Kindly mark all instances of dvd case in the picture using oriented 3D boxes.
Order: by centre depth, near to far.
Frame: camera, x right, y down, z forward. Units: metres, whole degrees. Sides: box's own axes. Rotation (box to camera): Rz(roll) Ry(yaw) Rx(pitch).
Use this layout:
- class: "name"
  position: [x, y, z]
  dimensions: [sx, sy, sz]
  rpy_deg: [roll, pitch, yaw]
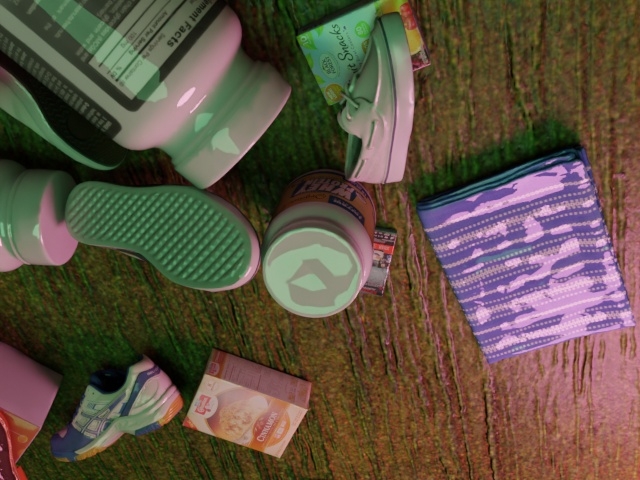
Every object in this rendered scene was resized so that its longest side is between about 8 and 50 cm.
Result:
- class: "dvd case"
  position: [0.064, 0.029, 1.036]
  dimensions: [0.087, 0.013, 0.120]
  rpy_deg: [9, 122, 0]

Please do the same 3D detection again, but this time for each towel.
- class: "towel"
  position: [0.309, 0.037, 1.003]
  dimensions: [0.243, 0.040, 0.336]
  rpy_deg: [-20, 119, 18]

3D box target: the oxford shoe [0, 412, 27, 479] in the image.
- class: "oxford shoe"
  position: [-0.523, 0.339, 1.032]
  dimensions: [0.096, 0.098, 0.272]
  rpy_deg: [-19, 112, -1]

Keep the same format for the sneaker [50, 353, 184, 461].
- class: "sneaker"
  position: [-0.382, 0.294, 1.215]
  dimensions: [0.296, 0.112, 0.131]
  rpy_deg: [-28, 99, 20]

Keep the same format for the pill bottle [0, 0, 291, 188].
- class: "pill bottle"
  position: [-0.223, -0.236, 0.773]
  dimensions: [0.363, 0.210, 0.210]
  rpy_deg: [41, 118, -20]

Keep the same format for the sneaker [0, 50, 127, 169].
- class: "sneaker"
  position: [-0.380, -0.205, 0.895]
  dimensions: [0.123, 0.106, 0.290]
  rpy_deg: [-1, 139, 47]

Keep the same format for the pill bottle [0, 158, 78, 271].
- class: "pill bottle"
  position: [-0.500, -0.038, 0.959]
  dimensions: [0.282, 0.160, 0.161]
  rpy_deg: [3, 123, 3]

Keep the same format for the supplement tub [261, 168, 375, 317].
- class: "supplement tub"
  position: [0.000, 0.000, 0.901]
  dimensions: [0.144, 0.200, 0.145]
  rpy_deg: [2, 114, 5]

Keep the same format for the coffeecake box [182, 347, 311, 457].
- class: "coffeecake box"
  position: [-0.129, 0.287, 1.190]
  dimensions: [0.185, 0.068, 0.142]
  rpy_deg: [21, 124, -8]

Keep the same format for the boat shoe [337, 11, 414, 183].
- class: "boat shoe"
  position: [0.062, -0.156, 0.825]
  dimensions: [0.084, 0.095, 0.258]
  rpy_deg: [-8, 142, -3]

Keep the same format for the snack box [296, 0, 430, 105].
- class: "snack box"
  position: [0.055, -0.242, 0.844]
  dimensions: [0.141, 0.037, 0.100]
  rpy_deg: [-19, 120, 17]

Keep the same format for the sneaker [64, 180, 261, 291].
- class: "sneaker"
  position: [-0.189, -0.015, 0.914]
  dimensions: [0.320, 0.127, 0.126]
  rpy_deg: [17, 93, 30]

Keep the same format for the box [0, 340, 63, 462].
- class: "box"
  position: [-0.641, 0.347, 1.162]
  dimensions: [0.215, 0.168, 0.345]
  rpy_deg: [34, 102, -18]
